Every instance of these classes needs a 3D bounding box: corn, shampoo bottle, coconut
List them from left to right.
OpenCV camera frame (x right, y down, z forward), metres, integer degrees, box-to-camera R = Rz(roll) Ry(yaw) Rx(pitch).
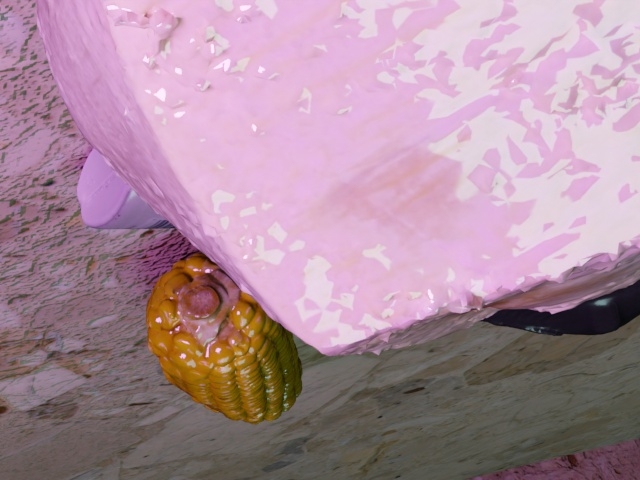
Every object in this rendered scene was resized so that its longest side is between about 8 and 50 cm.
[{"bbox_3d":[-0.078,0.100,1.146,0.120,0.120,0.363,-16,161,0],"label":"corn"},{"bbox_3d":[-0.047,-0.040,0.879,0.227,0.055,0.086,-1,157,-36],"label":"shampoo bottle"},{"bbox_3d":[0.047,-0.110,0.426,0.310,0.297,0.297,-28,158,22],"label":"coconut"}]

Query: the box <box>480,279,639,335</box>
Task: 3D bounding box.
[{"bbox_3d":[0.197,-0.028,0.979,0.290,0.073,0.289,12,141,-27],"label":"box"}]
